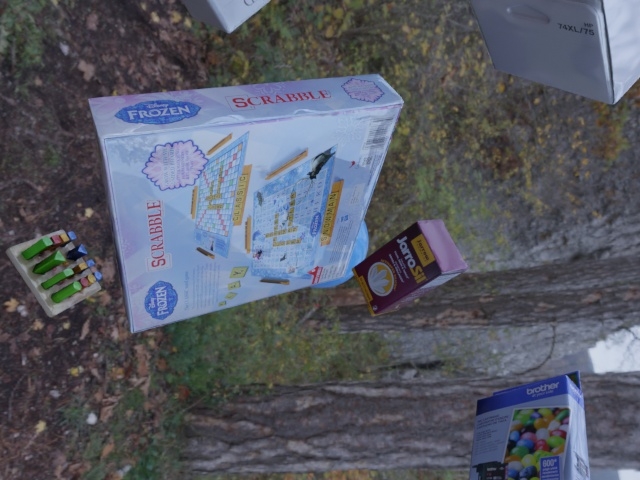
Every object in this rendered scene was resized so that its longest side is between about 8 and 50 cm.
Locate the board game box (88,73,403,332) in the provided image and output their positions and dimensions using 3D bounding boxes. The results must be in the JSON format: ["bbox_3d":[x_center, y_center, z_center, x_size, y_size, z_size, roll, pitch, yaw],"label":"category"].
[{"bbox_3d":[-0.088,-0.037,0.630,0.065,0.318,0.318,60,-30,34],"label":"board game box"}]

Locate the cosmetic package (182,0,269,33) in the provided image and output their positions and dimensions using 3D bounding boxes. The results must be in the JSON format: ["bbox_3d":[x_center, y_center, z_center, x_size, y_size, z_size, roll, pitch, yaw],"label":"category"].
[{"bbox_3d":[-0.201,-0.577,0.758,0.161,0.230,0.453,41,-9,44],"label":"cosmetic package"}]

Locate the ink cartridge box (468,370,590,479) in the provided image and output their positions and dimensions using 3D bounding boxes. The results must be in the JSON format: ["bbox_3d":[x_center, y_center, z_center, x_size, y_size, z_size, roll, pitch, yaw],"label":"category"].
[{"bbox_3d":[0.344,0.346,0.862,0.065,0.186,0.311,47,40,-14],"label":"ink cartridge box"}]

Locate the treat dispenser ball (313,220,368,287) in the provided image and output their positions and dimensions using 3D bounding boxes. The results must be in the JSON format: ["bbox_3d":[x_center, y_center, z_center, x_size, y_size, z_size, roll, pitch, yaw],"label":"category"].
[{"bbox_3d":[0.000,0.000,1.552,0.288,0.289,0.288,45,38,-52],"label":"treat dispenser ball"}]

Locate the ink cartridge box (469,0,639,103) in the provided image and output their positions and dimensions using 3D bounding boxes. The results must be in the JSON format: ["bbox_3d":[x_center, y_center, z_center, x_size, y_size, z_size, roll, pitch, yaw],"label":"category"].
[{"bbox_3d":[0.346,-0.350,0.626,0.198,0.270,0.197,42,-2,45],"label":"ink cartridge box"}]

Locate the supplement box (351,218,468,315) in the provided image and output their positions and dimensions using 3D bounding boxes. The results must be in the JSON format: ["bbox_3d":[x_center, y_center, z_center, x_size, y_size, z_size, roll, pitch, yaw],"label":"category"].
[{"bbox_3d":[0.158,0.052,0.943,0.081,0.188,0.104,-5,64,-42],"label":"supplement box"}]

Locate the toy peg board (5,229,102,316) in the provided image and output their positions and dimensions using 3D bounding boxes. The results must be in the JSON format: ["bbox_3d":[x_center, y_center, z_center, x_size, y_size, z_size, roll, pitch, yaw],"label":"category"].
[{"bbox_3d":[-0.538,0.052,1.094,0.161,0.079,0.160,60,18,-7],"label":"toy peg board"}]
